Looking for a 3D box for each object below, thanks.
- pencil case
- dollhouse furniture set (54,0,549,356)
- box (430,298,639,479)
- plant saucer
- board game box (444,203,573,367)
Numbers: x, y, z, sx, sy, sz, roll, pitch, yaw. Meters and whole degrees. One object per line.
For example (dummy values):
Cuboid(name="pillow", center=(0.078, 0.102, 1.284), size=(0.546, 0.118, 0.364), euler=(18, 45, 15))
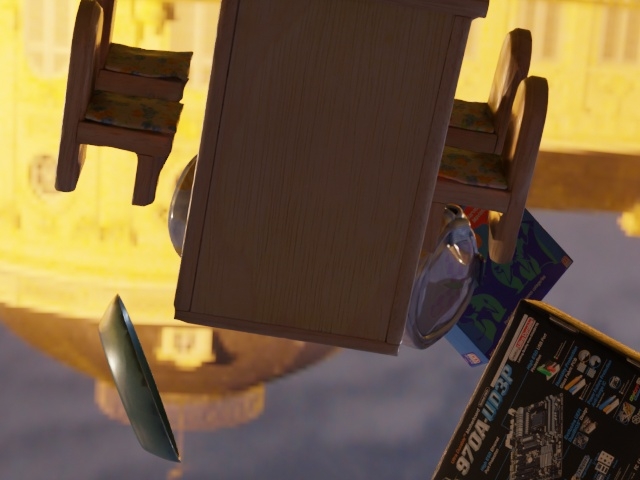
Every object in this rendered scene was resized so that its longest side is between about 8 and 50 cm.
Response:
Cuboid(name="pencil case", center=(0.000, 0.000, 1.398), size=(0.273, 0.124, 0.113), euler=(17, -149, 30))
Cuboid(name="dollhouse furniture set", center=(-0.004, -0.127, 1.207), size=(0.362, 0.257, 0.394), euler=(10, -157, -4))
Cuboid(name="box", center=(0.204, 0.185, 1.395), size=(0.175, 0.220, 0.051), euler=(29, -172, 30))
Cuboid(name="plant saucer", center=(-0.122, 0.094, 1.071), size=(0.021, 0.119, 0.119), euler=(-21, -160, -4))
Cuboid(name="board game box", center=(0.146, 0.003, 1.716), size=(0.160, 0.210, 0.047), euler=(-48, -171, -25))
